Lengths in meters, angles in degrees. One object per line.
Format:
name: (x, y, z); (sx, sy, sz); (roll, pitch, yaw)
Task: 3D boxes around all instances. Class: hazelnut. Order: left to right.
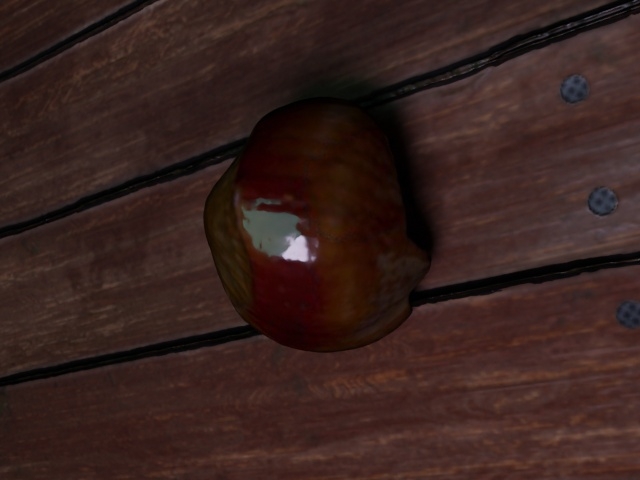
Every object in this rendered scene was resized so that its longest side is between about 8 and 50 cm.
hazelnut: (-0.006, -0.003, 0.713); (0.170, 0.160, 0.202); (43, 156, 36)
